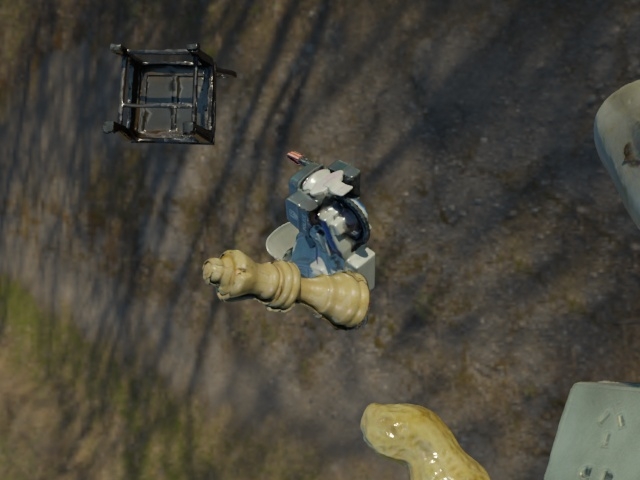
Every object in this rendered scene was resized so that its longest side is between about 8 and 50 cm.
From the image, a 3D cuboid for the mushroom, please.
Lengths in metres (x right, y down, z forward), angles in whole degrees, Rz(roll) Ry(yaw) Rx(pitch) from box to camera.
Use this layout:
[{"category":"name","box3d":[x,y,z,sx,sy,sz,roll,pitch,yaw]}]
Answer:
[{"category":"mushroom","box3d":[0.477,-0.077,1.217,0.177,0.126,0.397,-25,36,19]}]

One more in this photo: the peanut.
[{"category":"peanut","box3d":[0.154,0.311,1.316,0.229,0.103,0.098,46,114,13]}]

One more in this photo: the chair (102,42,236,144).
[{"category":"chair","box3d":[-0.170,-0.169,1.125,0.229,0.106,0.113,8,-95,-82]}]

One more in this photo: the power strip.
[{"category":"power strip","box3d":[0.440,0.318,1.398,0.198,0.065,0.213,-7,55,57]}]

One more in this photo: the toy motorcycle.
[{"category":"toy motorcycle","box3d":[0.000,0.000,1.044,0.150,0.102,0.221,38,150,29]}]

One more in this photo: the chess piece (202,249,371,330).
[{"category":"chess piece","box3d":[-0.035,0.045,0.889,0.060,0.172,0.060,-26,58,50]}]
